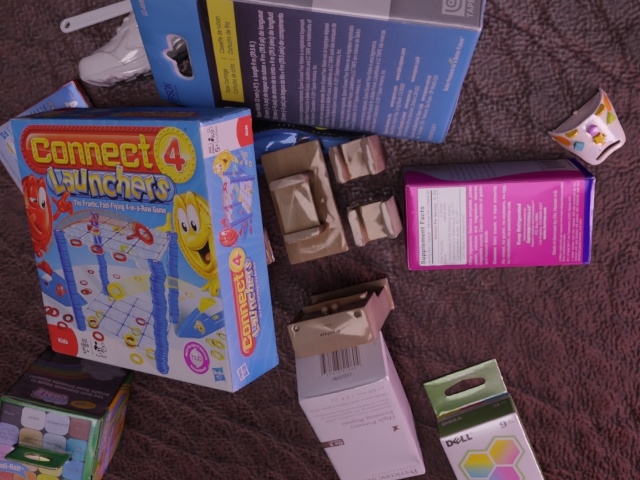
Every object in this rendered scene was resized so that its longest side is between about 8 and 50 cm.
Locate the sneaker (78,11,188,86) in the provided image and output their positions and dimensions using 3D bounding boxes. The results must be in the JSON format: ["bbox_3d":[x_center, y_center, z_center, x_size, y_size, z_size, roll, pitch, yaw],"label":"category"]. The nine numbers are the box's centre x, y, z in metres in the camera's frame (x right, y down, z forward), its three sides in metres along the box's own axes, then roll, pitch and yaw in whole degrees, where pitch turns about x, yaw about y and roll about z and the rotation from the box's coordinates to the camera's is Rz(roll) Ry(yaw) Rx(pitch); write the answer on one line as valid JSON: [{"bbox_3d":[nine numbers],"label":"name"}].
[{"bbox_3d":[-0.195,-0.267,1.052,0.232,0.090,0.115,-25,96,2],"label":"sneaker"}]

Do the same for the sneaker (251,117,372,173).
[{"bbox_3d":[-0.038,-0.127,1.094,0.209,0.069,0.082,-4,142,-5],"label":"sneaker"}]

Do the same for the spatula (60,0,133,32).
[{"bbox_3d":[-0.212,-0.332,1.008,0.241,0.019,0.168,-11,83,19],"label":"spatula"}]

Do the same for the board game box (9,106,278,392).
[{"bbox_3d":[-0.209,0.000,1.021,0.308,0.086,0.302,5,109,34],"label":"board game box"}]

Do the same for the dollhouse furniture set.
[{"bbox_3d":[0.000,0.000,1.077,0.212,0.161,0.242,-14,97,14],"label":"dollhouse furniture set"}]

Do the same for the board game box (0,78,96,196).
[{"bbox_3d":[-0.302,-0.053,1.142,0.145,0.027,0.281,-27,103,12],"label":"board game box"}]

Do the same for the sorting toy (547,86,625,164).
[{"bbox_3d":[0.341,-0.132,1.079,0.083,0.045,0.075,-42,119,14],"label":"sorting toy"}]

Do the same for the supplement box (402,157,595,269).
[{"bbox_3d":[0.212,-0.034,1.072,0.219,0.111,0.114,-1,107,4],"label":"supplement box"}]

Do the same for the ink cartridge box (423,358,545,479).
[{"bbox_3d":[0.229,0.279,1.188,0.108,0.062,0.209,-21,103,10],"label":"ink cartridge box"}]

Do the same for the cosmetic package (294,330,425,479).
[{"bbox_3d":[0.054,0.224,1.120,0.117,0.086,0.231,-15,133,9],"label":"cosmetic package"}]

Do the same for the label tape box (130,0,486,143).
[{"bbox_3d":[-0.013,-0.226,0.954,0.347,0.249,0.115,9,70,2],"label":"label tape box"}]

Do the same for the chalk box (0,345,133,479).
[{"bbox_3d":[-0.341,0.249,1.135,0.132,0.213,0.132,14,107,0],"label":"chalk box"}]
